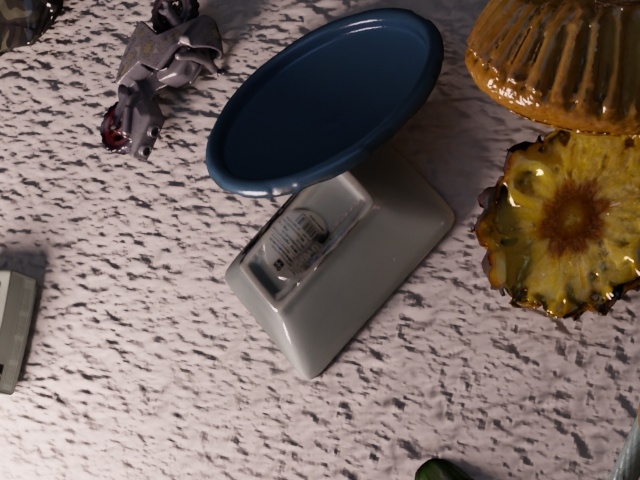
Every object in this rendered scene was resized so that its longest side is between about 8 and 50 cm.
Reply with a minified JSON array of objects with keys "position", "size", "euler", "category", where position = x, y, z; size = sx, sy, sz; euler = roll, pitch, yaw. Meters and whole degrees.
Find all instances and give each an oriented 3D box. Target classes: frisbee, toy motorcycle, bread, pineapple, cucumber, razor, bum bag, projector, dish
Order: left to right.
[{"position":[-0.413,0.111,1.781],"size":[0.115,0.061,0.147],"euler":[2,76,32],"category":"projector"},{"position":[-0.347,-0.384,1.883],"size":[0.144,0.095,0.340],"euler":[30,90,51],"category":"bum bag"},{"position":[-0.183,-0.193,1.726],"size":[0.122,0.080,0.215],"euler":[28,96,38],"category":"toy motorcycle"},{"position":[0.000,0.000,1.542],"size":[0.243,0.080,0.182],"euler":[-49,56,11],"category":"dish"},{"position":[0.009,-0.140,1.554],"size":[0.289,0.049,0.289],"euler":[-23,35,17],"category":"frisbee"},{"position":[0.123,0.257,1.406],"size":[0.067,0.035,0.107],"euler":[-48,54,12],"category":"cucumber"},{"position":[0.249,-0.016,1.387],"size":[0.224,0.076,0.225],"euler":[-13,64,30],"category":"pineapple"},{"position":[0.250,-0.185,1.355],"size":[0.240,0.240,0.139],"euler":[21,125,36],"category":"bread"},{"position":[0.293,0.162,1.304],"size":[0.068,0.106,0.232],"euler":[30,101,36],"category":"razor"}]

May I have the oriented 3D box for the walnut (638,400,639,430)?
[{"position":[0.424,0.148,1.076],"size":[0.381,0.381,0.381],"euler":[-11,69,30],"category":"walnut"}]
